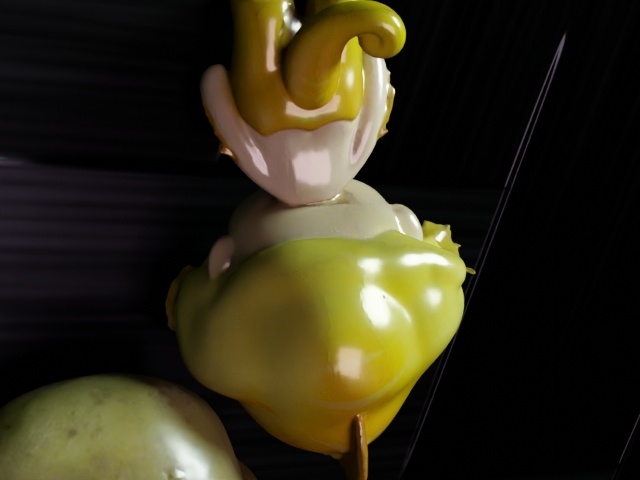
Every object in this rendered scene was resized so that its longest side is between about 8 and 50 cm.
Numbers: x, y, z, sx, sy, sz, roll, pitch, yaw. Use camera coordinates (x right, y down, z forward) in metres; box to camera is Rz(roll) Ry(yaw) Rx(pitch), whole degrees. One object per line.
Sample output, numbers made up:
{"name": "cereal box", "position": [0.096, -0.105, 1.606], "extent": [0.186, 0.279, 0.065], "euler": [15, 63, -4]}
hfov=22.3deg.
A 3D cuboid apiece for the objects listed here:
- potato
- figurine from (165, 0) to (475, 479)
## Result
{"name": "potato", "position": [-0.139, 0.200, 0.779], "extent": [0.296, 0.141, 0.191], "euler": [-48, 132, 2]}
{"name": "figurine", "position": [0.000, 0.000, 0.775], "extent": [0.156, 0.131, 0.246], "euler": [-11, 112, -8]}
